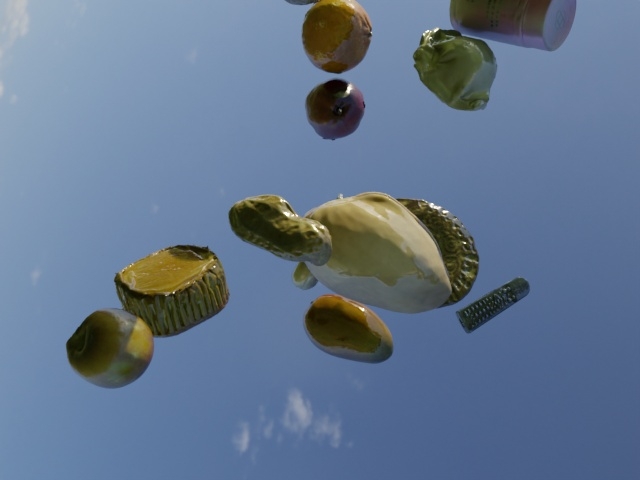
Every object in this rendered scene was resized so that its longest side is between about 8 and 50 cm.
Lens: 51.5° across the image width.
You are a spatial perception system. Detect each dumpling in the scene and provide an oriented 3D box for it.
[{"bbox_3d":[0.307,-0.399,1.536,0.147,0.193,0.258,122,-36,-55],"label":"dumpling"}]

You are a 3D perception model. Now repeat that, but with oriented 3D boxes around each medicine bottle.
[{"bbox_3d":[0.449,-0.541,1.559,0.254,0.152,0.152,28,-89,37],"label":"medicine bottle"}]

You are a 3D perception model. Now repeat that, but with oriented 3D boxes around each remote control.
[{"bbox_3d":[0.308,0.111,1.173,0.043,0.152,0.027,64,-21,-3],"label":"remote control"}]

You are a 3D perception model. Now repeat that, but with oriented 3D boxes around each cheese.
[{"bbox_3d":[-0.001,0.007,1.688,0.163,0.071,0.249,-74,-171,-46],"label":"cheese"}]

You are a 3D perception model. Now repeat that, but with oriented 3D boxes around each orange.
[{"bbox_3d":[0.047,-0.587,1.894,0.193,0.219,0.219,15,-99,43],"label":"orange"}]

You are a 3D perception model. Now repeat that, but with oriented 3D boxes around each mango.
[{"bbox_3d":[0.062,0.200,1.503,0.221,0.151,0.120,15,-139,28],"label":"mango"}]

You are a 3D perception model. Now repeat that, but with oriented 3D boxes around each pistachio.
[{"bbox_3d":[0.108,0.026,1.285,0.214,0.318,0.193,-58,179,11],"label":"pistachio"}]

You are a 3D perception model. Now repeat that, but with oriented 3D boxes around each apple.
[{"bbox_3d":[-0.405,0.200,1.270,0.163,0.147,0.146,33,-86,30],"label":"apple"}]

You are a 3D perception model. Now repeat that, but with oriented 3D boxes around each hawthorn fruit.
[{"bbox_3d":[0.047,-0.384,1.938,0.185,0.185,0.202,-58,-168,7],"label":"hawthorn fruit"}]

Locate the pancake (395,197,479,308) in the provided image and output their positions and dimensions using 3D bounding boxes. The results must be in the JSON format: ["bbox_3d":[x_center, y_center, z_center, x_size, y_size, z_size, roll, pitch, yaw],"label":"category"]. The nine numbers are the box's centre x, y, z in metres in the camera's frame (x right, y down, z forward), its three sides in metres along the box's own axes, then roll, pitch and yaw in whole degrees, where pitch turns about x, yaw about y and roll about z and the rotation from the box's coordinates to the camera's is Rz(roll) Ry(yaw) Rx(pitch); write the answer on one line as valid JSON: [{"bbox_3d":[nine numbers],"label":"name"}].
[{"bbox_3d":[0.231,0.029,1.557,0.033,0.288,0.286,101,-7,-66],"label":"pancake"}]

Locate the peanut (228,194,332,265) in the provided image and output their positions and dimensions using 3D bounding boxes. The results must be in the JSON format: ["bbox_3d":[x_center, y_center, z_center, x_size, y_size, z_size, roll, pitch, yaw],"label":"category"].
[{"bbox_3d":[-0.063,-0.019,1.082,0.194,0.083,0.093,21,-102,21],"label":"peanut"}]

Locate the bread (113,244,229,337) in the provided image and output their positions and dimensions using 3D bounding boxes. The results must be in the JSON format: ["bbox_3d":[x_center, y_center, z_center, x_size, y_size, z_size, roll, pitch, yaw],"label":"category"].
[{"bbox_3d":[-0.349,0.115,1.567,0.227,0.253,0.142,15,-60,42],"label":"bread"}]

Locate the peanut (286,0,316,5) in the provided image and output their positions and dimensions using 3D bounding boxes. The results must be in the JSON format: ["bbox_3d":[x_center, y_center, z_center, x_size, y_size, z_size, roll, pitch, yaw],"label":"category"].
[{"bbox_3d":[-0.022,-0.595,1.434,0.291,0.159,0.143,8,-71,62],"label":"peanut"}]
